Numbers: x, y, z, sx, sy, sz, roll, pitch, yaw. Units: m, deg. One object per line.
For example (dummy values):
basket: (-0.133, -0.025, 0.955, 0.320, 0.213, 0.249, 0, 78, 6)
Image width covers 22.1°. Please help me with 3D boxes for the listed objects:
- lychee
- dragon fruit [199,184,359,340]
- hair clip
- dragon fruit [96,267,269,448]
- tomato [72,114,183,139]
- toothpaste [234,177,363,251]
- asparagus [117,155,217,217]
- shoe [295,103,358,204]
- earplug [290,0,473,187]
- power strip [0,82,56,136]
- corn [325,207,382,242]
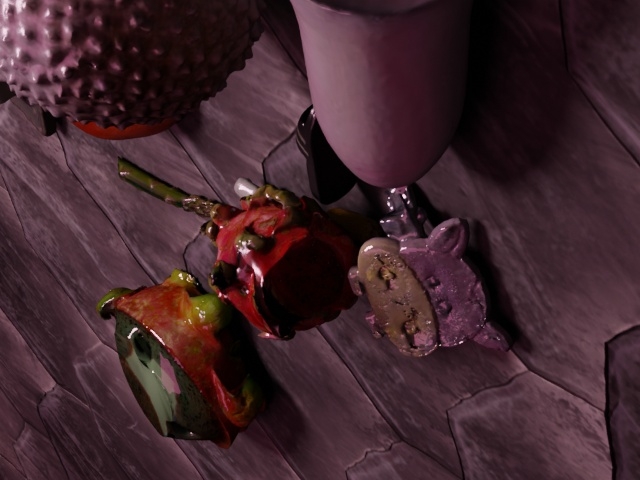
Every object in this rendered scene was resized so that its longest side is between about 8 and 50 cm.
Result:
lychee: (-0.193, -0.245, 1.505, 0.300, 0.300, 0.300, 39, 151, 27)
dragon fruit: (-0.051, 0.023, 1.686, 0.172, 0.167, 0.160, 8, 92, 63)
hair clip: (0.097, 0.036, 1.602, 0.146, 0.056, 0.187, -10, 107, 29)
dragon fruit: (-0.181, 0.166, 2.187, 0.268, 0.130, 0.295, 48, 154, 23)
tomato: (-0.262, -0.203, 1.883, 0.228, 0.112, 0.199, 9, 128, 52)
toothpaste: (0.000, 0.000, 1.772, 0.255, 0.037, 0.067, 34, 143, 30)
asparagus: (-0.191, -0.062, 2.027, 0.236, 0.027, 0.034, 25, 153, 46)
shoe: (0.003, -0.105, 1.606, 0.049, 0.071, 0.179, 45, 157, 26)
earplug: (0.056, -0.153, 1.374, 0.172, 0.172, 0.301, 40, 158, 26)
power strip: (-0.453, -0.273, 2.134, 0.251, 0.092, 0.257, 40, 155, 20)
corn: (0.036, -0.015, 1.705, 0.028, 0.027, 0.083, 31, 175, -40)
